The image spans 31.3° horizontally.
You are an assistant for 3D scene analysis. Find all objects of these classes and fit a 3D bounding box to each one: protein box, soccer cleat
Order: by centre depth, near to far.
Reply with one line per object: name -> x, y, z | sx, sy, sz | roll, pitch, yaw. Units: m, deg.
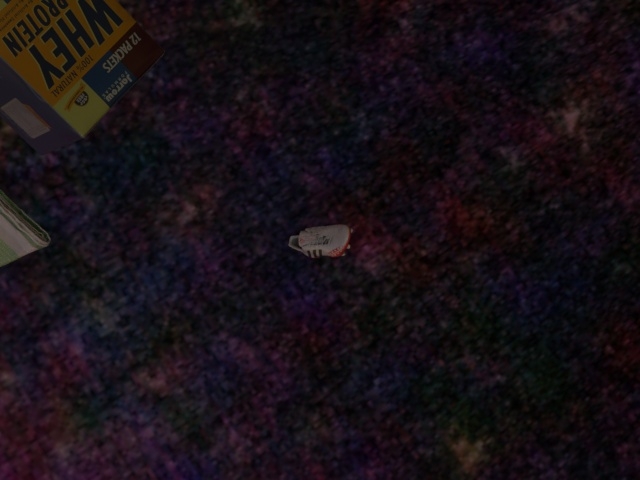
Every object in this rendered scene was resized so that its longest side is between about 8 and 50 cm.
soccer cleat -> 0.000, 0.000, 1.029 | 0.083, 0.035, 0.029 | -15, 62, 63
protein box -> -0.314, -0.217, 1.264 | 0.200, 0.136, 0.201 | 46, 160, -18

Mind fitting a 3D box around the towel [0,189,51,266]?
towel -> -0.385, -0.001, 1.236 | 0.152, 0.023, 0.113 | -24, 131, 19
